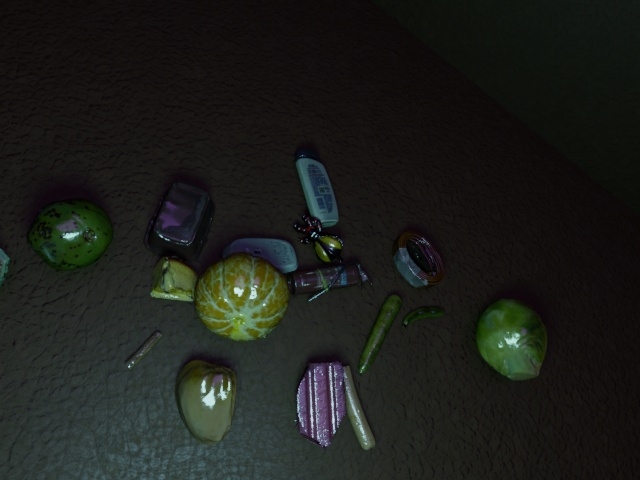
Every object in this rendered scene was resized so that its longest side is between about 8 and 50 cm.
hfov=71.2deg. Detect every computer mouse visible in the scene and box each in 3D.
[{"bbox_3d":[-0.234,0.072,1.730,0.289,0.097,0.159,3,47,-27],"label":"computer mouse"}]

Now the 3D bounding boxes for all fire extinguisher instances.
[{"bbox_3d":[0.047,0.163,1.792,0.342,0.105,0.141,-6,86,-22],"label":"fire extinguisher"}]

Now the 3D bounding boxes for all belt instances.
[{"bbox_3d":[0.422,0.087,1.957,0.184,0.105,0.261,-21,76,-24],"label":"belt"}]

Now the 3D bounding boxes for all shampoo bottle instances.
[{"bbox_3d":[-0.012,-0.232,1.956,0.134,0.078,0.359,-6,69,-28],"label":"shampoo bottle"}]

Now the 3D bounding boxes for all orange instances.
[{"bbox_3d":[-0.272,0.192,1.547,0.330,0.329,0.249,14,26,-14],"label":"orange"}]

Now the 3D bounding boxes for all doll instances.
[{"bbox_3d":[-0.002,0.002,1.834,0.248,0.127,0.088,47,42,9],"label":"doll"}]

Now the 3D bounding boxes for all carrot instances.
[{"bbox_3d":[0.233,0.370,1.786,0.074,0.074,0.358,34,63,-3],"label":"carrot"}]

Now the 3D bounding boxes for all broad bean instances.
[{"bbox_3d":[0.428,0.321,1.894,0.227,0.039,0.069,-18,68,-25],"label":"broad bean"}]

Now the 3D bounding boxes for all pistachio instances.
[{"bbox_3d":[-0.378,0.524,1.455,0.213,0.163,0.260,3,83,23],"label":"pistachio"}]

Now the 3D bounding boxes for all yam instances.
[{"bbox_3d":[-0.595,0.369,1.506,0.032,0.032,0.145,40,59,0],"label":"yam"}]

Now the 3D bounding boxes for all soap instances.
[{"bbox_3d":[-0.001,0.575,1.570,0.182,0.112,0.288,-3,74,-8],"label":"soap"}]

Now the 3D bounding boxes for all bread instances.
[{"bbox_3d":[-0.507,0.135,1.567,0.169,0.160,0.140,9,65,-16],"label":"bread"}]

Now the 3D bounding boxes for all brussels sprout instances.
[{"bbox_3d":[0.809,0.406,1.863,0.344,0.268,0.343,10,66,-24],"label":"brussels sprout"}]

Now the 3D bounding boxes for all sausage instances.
[{"bbox_3d":[0.125,0.612,1.644,0.066,0.066,0.301,-12,70,-24],"label":"sausage"}]

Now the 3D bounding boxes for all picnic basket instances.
[{"bbox_3d":[-0.517,-0.079,1.676,0.223,0.129,0.296,20,63,-12],"label":"picnic basket"}]

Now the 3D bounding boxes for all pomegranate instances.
[{"bbox_3d":[-0.833,-0.023,1.488,0.254,0.271,0.254,2,87,-49],"label":"pomegranate"}]

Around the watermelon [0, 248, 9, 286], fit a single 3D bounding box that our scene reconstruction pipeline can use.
[{"bbox_3d":[-1.051,0.163,1.338,0.148,0.226,0.318,45,69,-28],"label":"watermelon"}]
